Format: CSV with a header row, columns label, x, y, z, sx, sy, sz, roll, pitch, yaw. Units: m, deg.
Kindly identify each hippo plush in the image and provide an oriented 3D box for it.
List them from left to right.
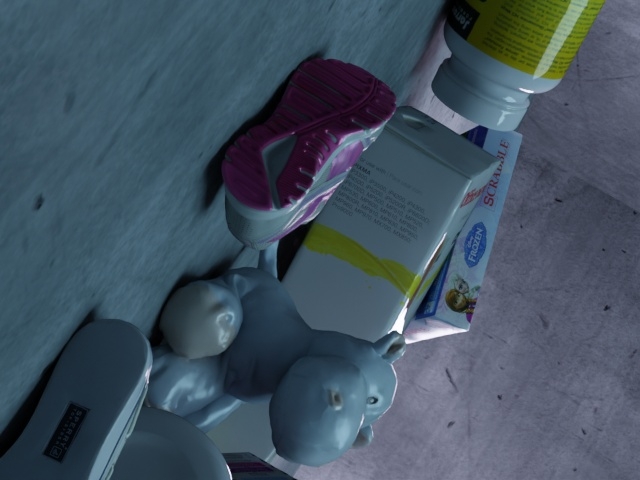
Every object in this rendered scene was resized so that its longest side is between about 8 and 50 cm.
label,x,y,z,sx,sy,sz,roll,pitch,yaw
hippo plush,-0.050,0.156,1.385,0.234,0.236,0.294,-64,170,25

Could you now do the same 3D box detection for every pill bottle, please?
label,x,y,z,sx,sy,sz,roll,pitch,yaw
pill bottle,-0.197,0.314,1.276,0.181,0.181,0.323,-52,168,-39
pill bottle,0.289,-0.330,1.809,0.334,0.188,0.188,-64,170,25

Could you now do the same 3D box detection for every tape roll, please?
label,x,y,z,sx,sy,sz,roll,pitch,yaw
tape roll,-0.134,0.310,1.766,0.286,0.100,0.286,-54,175,-7

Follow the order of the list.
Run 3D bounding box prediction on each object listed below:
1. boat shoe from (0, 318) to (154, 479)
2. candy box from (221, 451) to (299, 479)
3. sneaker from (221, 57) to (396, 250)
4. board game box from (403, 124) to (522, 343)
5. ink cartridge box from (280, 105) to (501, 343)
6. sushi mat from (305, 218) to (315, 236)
label,x,y,z,sx,sy,sz,roll,pitch,yaw
boat shoe,-0.220,0.190,1.059,0.088,0.096,0.267,83,30,-68
candy box,-0.079,0.311,1.324,0.233,0.071,0.159,173,-83,-73
sneaker,-0.020,-0.085,1.254,0.252,0.103,0.111,-43,167,-38
board game box,0.170,0.001,2.010,0.318,0.066,0.319,-25,-136,65
ink cartridge box,0.070,0.028,1.736,0.385,0.160,0.279,-62,170,15
sushi mat,0.000,0.000,1.836,0.151,0.019,0.316,-50,167,-39
